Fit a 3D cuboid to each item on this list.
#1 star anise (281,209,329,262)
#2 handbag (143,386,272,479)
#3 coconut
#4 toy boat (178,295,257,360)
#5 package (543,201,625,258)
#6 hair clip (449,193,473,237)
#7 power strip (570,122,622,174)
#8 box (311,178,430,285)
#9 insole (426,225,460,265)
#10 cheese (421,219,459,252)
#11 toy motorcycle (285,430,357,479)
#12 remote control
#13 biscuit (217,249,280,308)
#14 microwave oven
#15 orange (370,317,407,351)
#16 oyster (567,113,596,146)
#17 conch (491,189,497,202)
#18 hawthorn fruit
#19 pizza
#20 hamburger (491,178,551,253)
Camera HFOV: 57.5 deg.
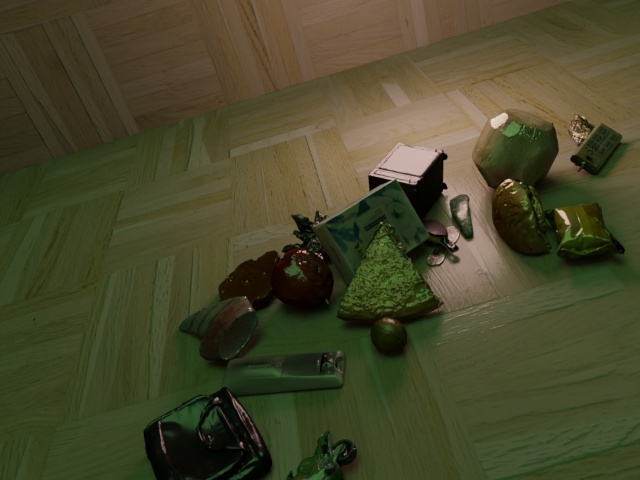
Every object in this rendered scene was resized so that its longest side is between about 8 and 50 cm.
[{"bbox_3d":[-0.004,0.000,1.834,0.283,0.129,0.212,-41,52,-15],"label":"star anise"},{"bbox_3d":[-0.263,0.467,1.318,0.244,0.088,0.275,-25,33,-17],"label":"handbag"},{"bbox_3d":[0.609,-0.270,1.839,0.245,0.247,0.245,12,30,-7],"label":"coconut"},{"bbox_3d":[-0.305,0.236,1.657,0.282,0.096,0.206,3,55,50],"label":"toy boat"},{"bbox_3d":[0.704,-0.027,1.573,0.169,0.090,0.226,-5,39,13],"label":"package"},{"bbox_3d":[0.442,-0.087,1.819,0.066,0.036,0.229,-16,33,14],"label":"hair clip"},{"bbox_3d":[0.884,-0.290,1.880,0.092,0.034,0.268,38,57,15],"label":"power strip"},{"bbox_3d":[0.147,-0.024,1.696,0.274,0.203,0.116,-32,5,-21],"label":"box"},{"bbox_3d":[0.366,0.013,1.740,0.065,0.004,0.197,9,42,33],"label":"insole"},{"bbox_3d":[0.356,-0.011,1.736,0.087,0.036,0.162,-12,33,-22],"label":"cheese"},{"bbox_3d":[-0.007,0.480,1.201,0.106,0.074,0.190,7,40,44],"label":"toy motorcycle"},{"bbox_3d":[-0.097,0.323,1.466,0.313,0.055,0.109,-8,35,13],"label":"remote control"},{"bbox_3d":[-0.210,0.136,1.788,0.209,0.041,0.290,5,43,34],"label":"biscuit"},{"bbox_3d":[0.285,-0.176,1.890,0.178,0.188,0.247,13,41,29],"label":"microwave oven"},{"bbox_3d":[0.171,0.234,1.448,0.085,0.085,0.095,-39,37,-28],"label":"orange"},{"bbox_3d":[0.906,-0.374,2.006,0.109,0.053,0.165,-29,42,1],"label":"oyster"},{"bbox_3d":[0.570,-0.134,1.815,0.076,0.056,0.085,3,38,7],"label":"conch"},{"bbox_3d":[-0.051,0.112,1.665,0.179,0.173,0.173,17,38,-3],"label":"hawthorn fruit"},{"bbox_3d":[0.189,0.085,1.574,0.280,0.075,0.287,-1,67,11],"label":"pizza"},{"bbox_3d":[0.560,-0.061,1.642,0.136,0.155,0.207,-14,41,14],"label":"hamburger"}]
